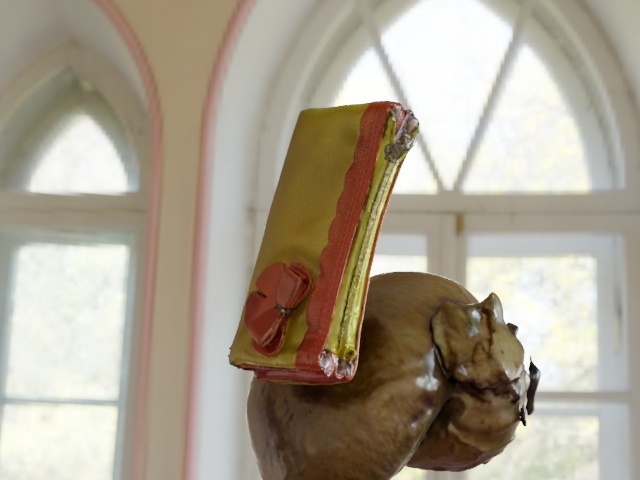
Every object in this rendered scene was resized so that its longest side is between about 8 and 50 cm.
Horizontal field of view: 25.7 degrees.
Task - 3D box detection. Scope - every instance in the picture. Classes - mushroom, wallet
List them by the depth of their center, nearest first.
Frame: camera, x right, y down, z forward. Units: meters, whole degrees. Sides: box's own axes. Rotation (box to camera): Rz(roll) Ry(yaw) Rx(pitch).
[{"bbox_3d":[0.000,0.000,1.171,0.067,0.241,0.141,21,-13,-32],"label":"wallet"},{"bbox_3d":[0.058,0.135,1.298,0.283,0.195,0.263,-20,9,21],"label":"mushroom"}]
